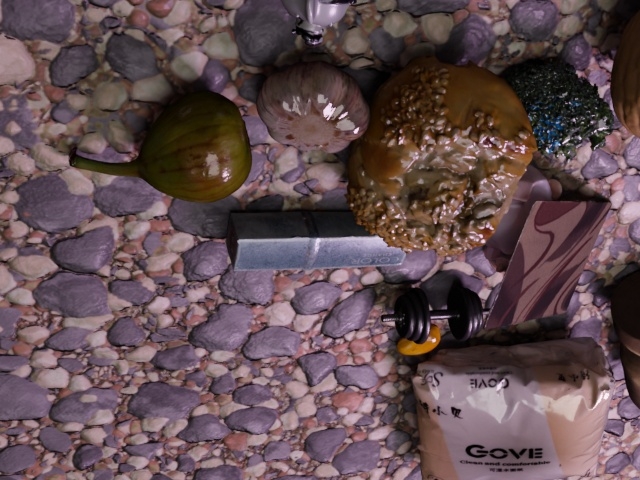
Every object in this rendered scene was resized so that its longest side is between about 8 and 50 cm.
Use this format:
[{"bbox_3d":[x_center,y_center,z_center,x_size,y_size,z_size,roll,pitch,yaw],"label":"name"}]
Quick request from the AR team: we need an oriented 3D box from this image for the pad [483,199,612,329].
[{"bbox_3d":[0.376,0.036,1.660,0.330,0.004,0.220,-3,117,-54],"label":"pad"}]

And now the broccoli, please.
[{"bbox_3d":[0.347,-0.188,1.532,0.167,0.155,0.160,-9,173,-10],"label":"broccoli"}]

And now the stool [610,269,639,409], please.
[{"bbox_3d":[0.654,0.198,1.929,0.179,0.179,0.264,-22,133,3],"label":"stool"}]

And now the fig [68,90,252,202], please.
[{"bbox_3d":[-0.222,-0.108,1.407,0.259,0.151,0.151,-17,134,3],"label":"fig"}]

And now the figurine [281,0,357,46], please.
[{"bbox_3d":[0.002,-0.339,1.279,0.126,0.147,0.193,10,110,-2],"label":"figurine"}]

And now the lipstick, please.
[{"bbox_3d":[0.000,0.000,1.615,0.289,0.076,0.078,0,130,-17],"label":"lipstick"}]

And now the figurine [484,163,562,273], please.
[{"bbox_3d":[0.312,-0.023,1.650,0.200,0.133,0.276,-25,137,-3],"label":"figurine"}]

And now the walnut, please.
[{"bbox_3d":[0.532,-0.246,1.459,0.224,0.225,0.261,6,122,-22],"label":"walnut"}]

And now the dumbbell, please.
[{"bbox_3d":[0.205,0.129,1.782,0.208,0.099,0.099,-2,132,-16],"label":"dumbbell"}]

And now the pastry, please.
[{"bbox_3d":[0.164,-0.105,1.476,0.255,0.162,0.311,21,123,3],"label":"pastry"}]

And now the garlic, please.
[{"bbox_3d":[-0.010,-0.189,1.427,0.159,0.102,0.147,12,141,-12],"label":"garlic"}]

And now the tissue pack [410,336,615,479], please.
[{"bbox_3d":[0.367,0.339,1.972,0.375,0.195,0.390,-7,134,6],"label":"tissue pack"}]

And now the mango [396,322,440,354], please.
[{"bbox_3d":[0.178,0.181,1.860,0.089,0.046,0.060,-26,133,24],"label":"mango"}]
